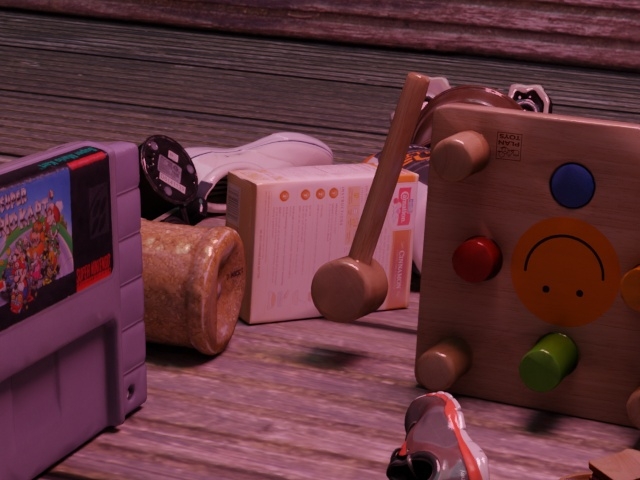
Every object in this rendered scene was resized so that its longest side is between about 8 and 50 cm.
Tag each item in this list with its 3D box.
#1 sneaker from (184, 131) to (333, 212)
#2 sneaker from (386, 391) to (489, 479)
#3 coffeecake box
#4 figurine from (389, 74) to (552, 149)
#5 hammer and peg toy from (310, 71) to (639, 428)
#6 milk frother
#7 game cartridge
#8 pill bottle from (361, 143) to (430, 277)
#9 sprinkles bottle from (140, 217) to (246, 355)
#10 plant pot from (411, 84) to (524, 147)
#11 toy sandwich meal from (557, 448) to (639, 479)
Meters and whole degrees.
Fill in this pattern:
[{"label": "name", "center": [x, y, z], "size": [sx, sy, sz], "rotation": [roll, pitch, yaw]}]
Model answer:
[{"label": "sneaker", "center": [-0.077, -0.073, 2.071], "size": [0.258, 0.094, 0.091], "rotation": [-12, 41, -38]}, {"label": "sneaker", "center": [0.077, 0.156, 1.208], "size": [0.064, 0.061, 0.158], "rotation": [-6, 15, -10]}, {"label": "coffeecake box", "center": [0.000, 0.000, 1.636], "size": [0.185, 0.142, 0.068], "rotation": [-4, 16, -29]}, {"label": "figurine", "center": [0.214, -0.132, 2.234], "size": [0.214, 0.092, 0.209], "rotation": [7, -23, 14]}, {"label": "hammer and peg toy", "center": [0.157, 0.009, 1.382], "size": [0.361, 0.266, 0.127], "rotation": [10, 15, 22]}, {"label": "milk frother", "center": [-0.203, -0.019, 1.789], "size": [0.134, 0.129, 0.143], "rotation": [-28, 27, 36]}, {"label": "game cartridge", "center": [-0.220, 0.060, 1.169], "size": [0.068, 0.230, 0.355], "rotation": [8, 15, 18]}, {"label": "pill bottle", "center": [0.114, -0.036, 1.833], "size": [0.130, 0.131, 0.245], "rotation": [-2, 14, -19]}, {"label": "sprinkles bottle", "center": [-0.253, 0.026, 1.526], "size": [0.355, 0.121, 0.121], "rotation": [7, 15, 15]}, {"label": "plant pot", "center": [0.177, -0.095, 2.054], "size": [0.167, 0.167, 0.165], "rotation": [7, 22, 15]}, {"label": "toy sandwich meal", "center": [0.214, 0.178, 1.200], "size": [0.085, 0.029, 0.085], "rotation": [3, 14, -1]}]
